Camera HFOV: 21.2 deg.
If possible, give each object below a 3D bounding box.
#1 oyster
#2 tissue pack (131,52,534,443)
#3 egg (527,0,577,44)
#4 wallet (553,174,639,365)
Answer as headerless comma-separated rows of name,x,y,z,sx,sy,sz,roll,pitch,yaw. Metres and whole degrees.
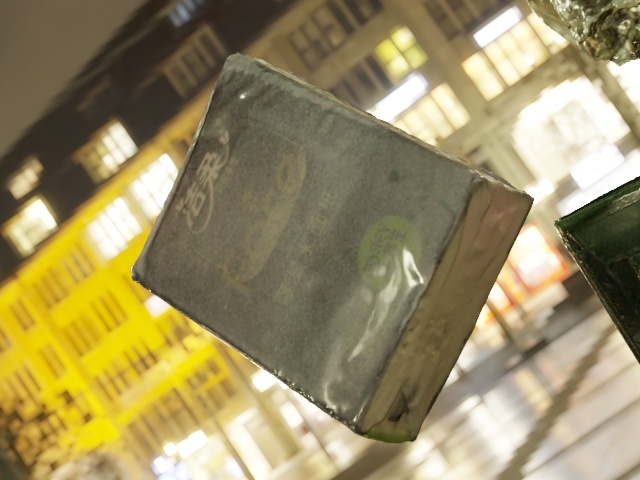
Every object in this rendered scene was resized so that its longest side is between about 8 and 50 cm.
oyster,0.258,-0.219,1.509,0.177,0.064,0.125,-2,68,56
tissue pack,0.000,0.000,1.781,0.124,0.394,0.288,20,-82,-47
egg,0.388,-0.394,2.136,0.278,0.278,0.336,-40,12,47
wallet,0.371,0.044,1.796,0.160,0.236,0.055,-28,11,25
